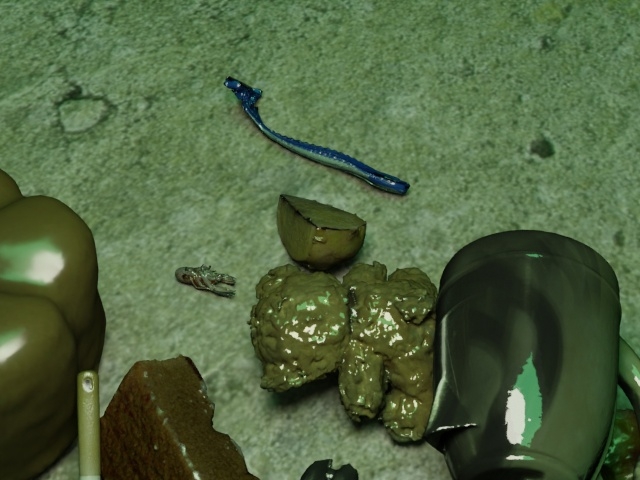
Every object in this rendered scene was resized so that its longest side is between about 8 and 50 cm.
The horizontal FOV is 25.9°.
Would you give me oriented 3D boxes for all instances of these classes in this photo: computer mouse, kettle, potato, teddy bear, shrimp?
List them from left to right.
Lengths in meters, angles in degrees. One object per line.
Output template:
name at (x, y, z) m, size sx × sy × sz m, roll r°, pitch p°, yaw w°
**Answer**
shrimp at (-0.155, 0.052, 1.931) m, size 0.092 × 0.029 × 0.038 m, roll 21°, pitch 44°, yaw 9°
potato at (0.000, 0.000, 1.957) m, size 0.101 × 0.089 × 0.172 m, roll 3°, pitch 15°, yaw -24°
computer mouse at (0.004, 0.318, 1.698) m, size 0.079 × 0.047 × 0.135 m, roll 15°, pitch 49°, yaw 10°
teddy bear at (0.033, 0.121, 1.795) m, size 0.256 × 0.156 × 0.267 m, roll -1°, pitch 52°, yaw 0°
kettle at (0.273, 0.197, 1.637) m, size 0.321 × 0.228 × 0.324 m, roll 25°, pitch 47°, yaw -16°

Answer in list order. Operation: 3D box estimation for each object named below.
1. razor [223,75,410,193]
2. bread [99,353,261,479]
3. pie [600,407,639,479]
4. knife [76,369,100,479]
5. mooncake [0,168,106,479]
razor at (-0.009, -0.143, 2.085) m, size 0.324 × 0.093 × 0.056 m, roll 33°, pitch 97°, yaw 19°
bread at (-0.120, 0.335, 1.595) m, size 0.113 × 0.165 × 0.416 m, roll -1°, pitch 44°, yaw -43°
pie at (0.316, 0.313, 1.693) m, size 0.307 × 0.071 × 0.306 m, roll 1°, pitch 49°, yaw -1°
knife at (-0.281, 0.301, 1.643) m, size 0.047 × 0.017 × 0.297 m, roll -1°, pitch 81°, yaw -16°
mooncake at (-0.499, 0.104, 1.731) m, size 0.467 × 0.262 × 0.467 m, roll -1°, pitch 49°, yaw 1°
